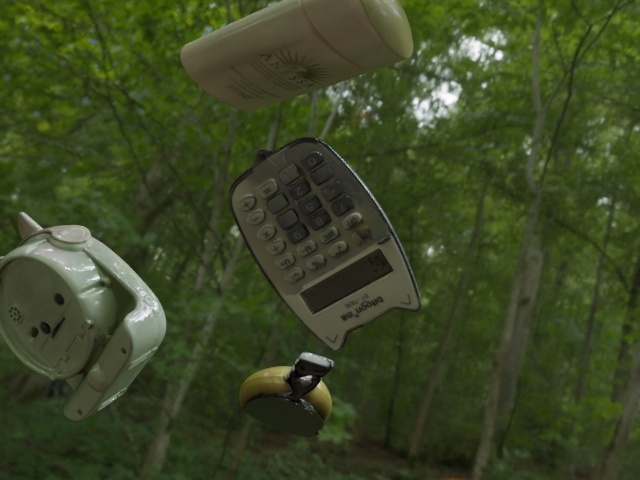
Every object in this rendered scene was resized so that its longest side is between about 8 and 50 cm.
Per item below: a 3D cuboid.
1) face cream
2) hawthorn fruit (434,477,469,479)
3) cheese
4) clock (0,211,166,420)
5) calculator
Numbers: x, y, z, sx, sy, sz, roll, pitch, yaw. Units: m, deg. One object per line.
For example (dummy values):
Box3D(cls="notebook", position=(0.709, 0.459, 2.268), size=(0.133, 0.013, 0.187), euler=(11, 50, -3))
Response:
Box3D(cls="face cream", position=(-0.028, -0.271, 1.094), size=(0.348, 0.081, 0.173), euler=(-8, -24, 42))
Box3D(cls="hawthorn fruit", position=(0.158, 0.375, 0.952), size=(0.189, 0.251, 0.189), euler=(48, 3, -4))
Box3D(cls="cheese", position=(-0.023, 0.131, 0.683), size=(0.086, 0.036, 0.162), euler=(22, -29, -3))
Box3D(cls="clock", position=(-0.422, 0.113, 1.273), size=(0.324, 0.108, 0.265), euler=(44, -56, 9))
Box3D(cls="calculator", position=(0.000, 0.000, 0.955), size=(0.177, 0.040, 0.268), euler=(-29, -79, 21))
